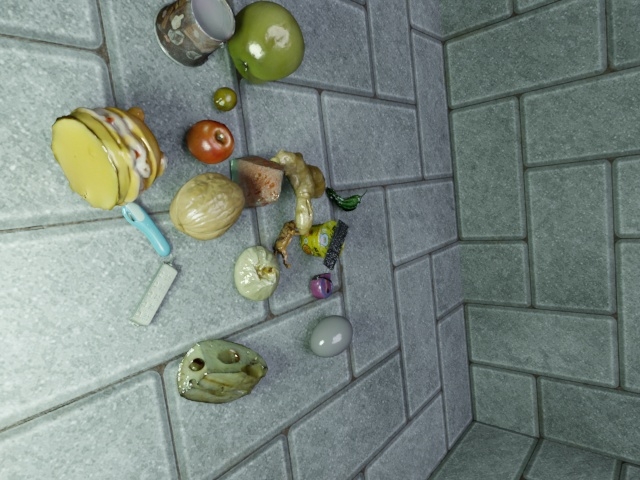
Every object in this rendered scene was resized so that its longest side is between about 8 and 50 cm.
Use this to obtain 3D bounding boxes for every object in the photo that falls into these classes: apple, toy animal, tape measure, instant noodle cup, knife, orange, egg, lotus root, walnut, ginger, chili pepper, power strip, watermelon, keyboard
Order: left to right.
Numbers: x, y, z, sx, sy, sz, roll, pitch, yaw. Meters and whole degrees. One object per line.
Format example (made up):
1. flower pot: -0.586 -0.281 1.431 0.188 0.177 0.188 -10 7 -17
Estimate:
1. knife: -0.561 -0.035 1.328 0.064 0.031 0.222 -57 132 -37
2. power strip: -0.540 0.165 1.349 0.060 0.027 0.253 43 59 -39
3. instant noodle cup: -0.413 -0.721 1.379 0.217 0.207 0.218 3 86 -48
4. walnut: -0.379 -0.118 1.394 0.261 0.224 0.225 -40 118 -36
5. apple: -0.386 -0.348 1.451 0.163 0.139 0.164 -2 93 -47
6. lotus root: -0.361 0.469 1.479 0.210 0.142 0.314 -48 139 8
7. orange: -0.356 -0.527 1.532 0.095 0.085 0.085 -53 126 -37
8. watermelon: -0.212 -0.225 1.561 0.139 0.256 0.193 -24 114 -45
9. apple: -0.209 -0.736 1.552 0.254 0.292 0.292 -49 126 -16
10. toy animal: -0.161 0.020 1.748 0.114 0.116 0.255 44 70 -46
11. ginger: -0.068 -0.263 1.740 0.363 0.122 0.348 -60 145 -47
12. instant noodle cup: 0.000 0.000 1.879 0.182 0.144 0.182 -1 91 -48
13. tape measure: 0.008 0.216 1.938 0.125 0.074 0.119 -2 85 -54
14. egg: 0.049 0.447 1.900 0.231 0.176 0.176 -35 115 -44
15. keyboard: 0.071 0.018 1.834 0.072 0.023 0.231 39 63 -38
16. chili pepper: 0.137 -0.209 2.098 0.278 0.065 0.122 -3 95 -45

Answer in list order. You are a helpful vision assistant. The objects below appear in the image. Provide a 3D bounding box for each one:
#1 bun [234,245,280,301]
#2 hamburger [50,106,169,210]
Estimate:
1. bun: -0.236 0.132 1.621 0.222 0.127 0.223 -4 95 -48
2. hamburger: -0.575 -0.243 1.160 0.237 0.276 0.277 -47 123 -51
